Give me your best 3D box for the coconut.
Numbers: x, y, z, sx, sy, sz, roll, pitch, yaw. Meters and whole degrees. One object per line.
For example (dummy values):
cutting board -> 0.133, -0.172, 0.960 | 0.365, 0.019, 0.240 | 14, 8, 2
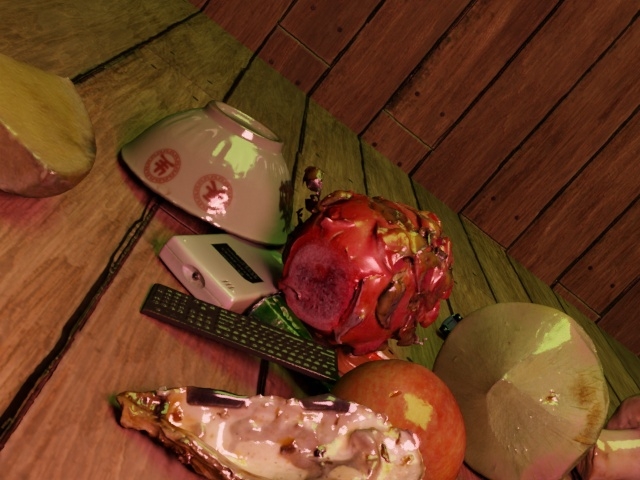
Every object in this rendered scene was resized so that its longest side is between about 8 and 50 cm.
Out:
coconut -> 0.337, 0.257, 1.428 | 0.281, 0.328, 0.328 | 12, 1, 30

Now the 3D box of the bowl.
bowl -> -0.163, -0.143, 1.491 | 0.337, 0.157, 0.337 | 29, 14, -8

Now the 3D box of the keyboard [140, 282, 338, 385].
keyboard -> -0.055, 0.149, 1.151 | 0.381, 0.041, 0.103 | 28, 18, -10

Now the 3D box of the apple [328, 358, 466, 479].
apple -> 0.087, 0.248, 1.061 | 0.188, 0.188, 0.174 | 39, 29, -5

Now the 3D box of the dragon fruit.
dragon fruit -> 0.082, 0.038, 1.364 | 0.269, 0.250, 0.291 | 37, 33, 27

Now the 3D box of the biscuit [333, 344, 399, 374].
biscuit -> 0.107, 0.237, 1.388 | 0.205, 0.049, 0.324 | 35, 15, -14

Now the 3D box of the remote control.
remote control -> -0.117, 0.048, 1.370 | 0.145, 0.050, 0.344 | 45, 16, 16

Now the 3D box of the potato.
potato -> -0.412, -0.135, 1.097 | 0.269, 0.112, 0.255 | 13, 35, -53

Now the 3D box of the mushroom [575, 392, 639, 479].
mushroom -> 0.670, 0.447, 1.739 | 0.290, 0.297, 0.297 | 4, 30, -19

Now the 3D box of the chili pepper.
chili pepper -> -0.014, 0.177, 1.253 | 0.227, 0.059, 0.088 | 47, 15, 15

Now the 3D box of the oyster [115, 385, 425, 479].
oyster -> -0.051, 0.216, 0.916 | 0.345, 0.078, 0.128 | 13, 52, -8

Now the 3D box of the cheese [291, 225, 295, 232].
cheese -> 0.000, 0.000, 1.778 | 0.105, 0.042, 0.191 | 46, 18, 22

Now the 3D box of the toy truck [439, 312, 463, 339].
toy truck -> 0.323, 0.227, 1.882 | 0.136, 0.063, 0.074 | 53, 1, 30
